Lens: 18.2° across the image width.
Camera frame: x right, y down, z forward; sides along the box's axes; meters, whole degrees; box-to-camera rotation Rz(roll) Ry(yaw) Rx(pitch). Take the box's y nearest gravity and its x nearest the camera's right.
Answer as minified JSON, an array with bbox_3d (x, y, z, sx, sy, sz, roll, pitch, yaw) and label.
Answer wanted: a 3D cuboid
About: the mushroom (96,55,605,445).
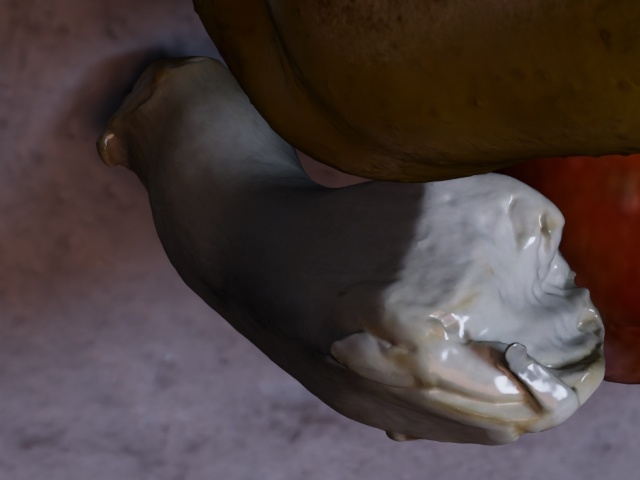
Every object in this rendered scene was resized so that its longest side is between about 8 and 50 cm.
[{"bbox_3d":[0.001,0.003,0.743,0.099,0.278,0.096,-17,116,-28],"label":"mushroom"}]

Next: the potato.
[{"bbox_3d":[0.092,-0.110,0.581,0.195,0.369,0.176,-17,103,-36],"label":"potato"}]

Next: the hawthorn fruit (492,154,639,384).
[{"bbox_3d":[0.184,-0.050,0.779,0.284,0.284,0.284,-8,120,-14],"label":"hawthorn fruit"}]
